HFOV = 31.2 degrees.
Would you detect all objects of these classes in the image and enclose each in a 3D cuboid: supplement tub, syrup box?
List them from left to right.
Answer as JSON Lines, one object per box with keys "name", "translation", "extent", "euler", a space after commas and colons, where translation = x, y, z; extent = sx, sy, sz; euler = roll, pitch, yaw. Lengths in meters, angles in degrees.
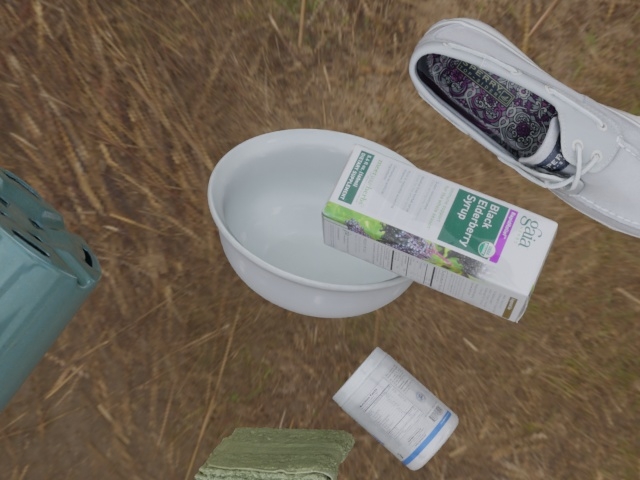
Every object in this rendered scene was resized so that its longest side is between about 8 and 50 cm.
{"name": "supplement tub", "translation": [0.073, 0.162, 1.101], "extent": [0.107, 0.071, 0.071], "euler": [41, 91, 6]}
{"name": "syrup box", "translation": [0.127, -0.007, 1.242], "extent": [0.237, 0.096, 0.093], "euler": [22, 70, 10]}

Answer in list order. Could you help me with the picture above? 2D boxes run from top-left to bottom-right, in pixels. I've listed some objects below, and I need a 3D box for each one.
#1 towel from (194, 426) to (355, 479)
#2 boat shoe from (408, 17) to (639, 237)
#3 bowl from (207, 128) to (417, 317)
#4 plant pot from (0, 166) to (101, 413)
{"name": "towel", "translation": [-0.045, 0.223, 1.168], "extent": [0.148, 0.110, 0.027], "euler": [-3, 105, 17]}
{"name": "boat shoe", "translation": [0.127, -0.056, 0.623], "extent": [0.184, 0.063, 0.066], "euler": [41, 123, 2]}
{"name": "bowl", "translation": [0.000, 0.000, 1.430], "extent": [0.297, 0.298, 0.134], "euler": [13, 130, 0]}
{"name": "plant pot", "translation": [-0.480, 0.085, 1.451], "extent": [0.341, 0.341, 0.334], "euler": [43, 97, 0]}
